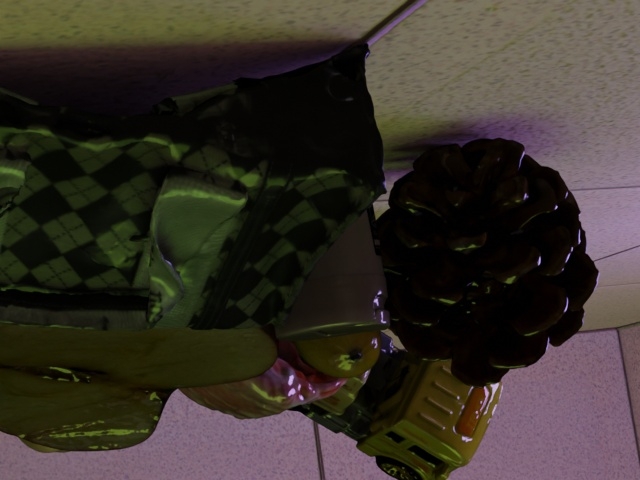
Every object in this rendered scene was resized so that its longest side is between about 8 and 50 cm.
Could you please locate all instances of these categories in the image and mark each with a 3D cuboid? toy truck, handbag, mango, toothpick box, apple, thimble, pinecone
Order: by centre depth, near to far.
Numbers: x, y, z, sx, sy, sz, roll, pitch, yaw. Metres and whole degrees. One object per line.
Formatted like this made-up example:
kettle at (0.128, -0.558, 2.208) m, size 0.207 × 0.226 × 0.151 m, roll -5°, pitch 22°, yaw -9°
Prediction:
handbag at (-0.184, -0.036, 1.056) m, size 0.416 × 0.180 × 0.317 m, roll 0°, pitch 160°, yaw -18°
toothpick box at (0.000, 0.000, 1.322) m, size 0.111 × 0.180 × 0.111 m, roll -8°, pitch 170°, yaw -1°
apple at (-0.245, 0.090, 1.357) m, size 0.365 × 0.328 × 0.295 m, roll 13°, pitch -164°, yaw -37°
pinecone at (0.164, 0.015, 1.433) m, size 0.244 × 0.244 × 0.309 m, roll -9°, pitch 160°, yaw 4°
mango at (-0.019, 0.039, 1.447) m, size 0.091 × 0.237 × 0.137 m, roll -33°, pitch 165°, yaw -9°
thimble at (-0.068, 0.084, 1.609) m, size 0.239 × 0.239 × 0.162 m, roll -1°, pitch 167°, yaw -36°
toy truck at (0.047, 0.165, 1.905) m, size 0.405 × 0.180 × 0.254 m, roll 32°, pitch 159°, yaw -7°

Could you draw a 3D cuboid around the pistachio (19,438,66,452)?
pistachio at (-0.279, 0.124, 1.675) m, size 0.214 × 0.193 × 0.318 m, roll 17°, pitch -154°, yaw -4°
